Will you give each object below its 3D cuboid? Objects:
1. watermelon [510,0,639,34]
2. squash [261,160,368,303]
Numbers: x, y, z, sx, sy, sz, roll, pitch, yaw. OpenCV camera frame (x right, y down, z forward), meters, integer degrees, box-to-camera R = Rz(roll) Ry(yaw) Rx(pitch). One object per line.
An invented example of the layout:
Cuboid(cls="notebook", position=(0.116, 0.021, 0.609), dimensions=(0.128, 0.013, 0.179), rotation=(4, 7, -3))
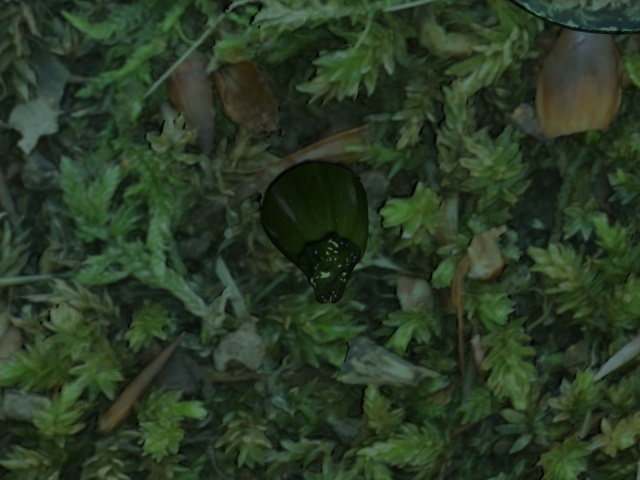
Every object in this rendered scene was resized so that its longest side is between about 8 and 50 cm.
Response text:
Cuboid(cls="watermelon", position=(0.268, -0.299, 1.502), dimensions=(0.318, 0.148, 0.226), rotation=(-6, 101, 2))
Cuboid(cls="squash", position=(0.009, 0.000, 1.554), dimensions=(0.105, 0.132, 0.105), rotation=(-7, 120, -12))
